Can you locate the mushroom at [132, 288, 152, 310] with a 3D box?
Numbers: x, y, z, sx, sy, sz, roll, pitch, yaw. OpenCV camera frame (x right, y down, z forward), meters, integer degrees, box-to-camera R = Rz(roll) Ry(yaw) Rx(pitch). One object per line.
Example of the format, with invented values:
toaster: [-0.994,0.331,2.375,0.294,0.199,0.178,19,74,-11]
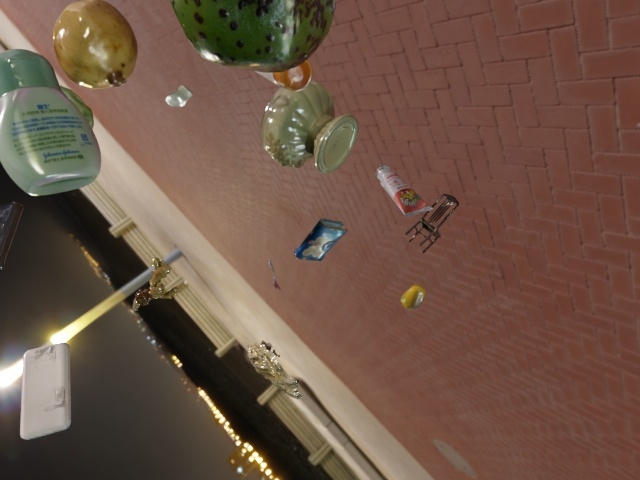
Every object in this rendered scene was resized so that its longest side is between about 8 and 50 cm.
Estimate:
mushroom: [-0.690,0.232,1.762,0.187,0.062,0.060,-33,66,54]

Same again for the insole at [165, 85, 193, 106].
insole: [-0.480,-0.485,1.555,0.063,0.010,0.192,32,162,-30]

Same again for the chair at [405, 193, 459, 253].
chair: [0.413,-0.064,1.658,0.084,0.212,0.101,44,179,26]

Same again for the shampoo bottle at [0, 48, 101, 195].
shampoo bottle: [-0.695,-0.298,1.133,0.151,0.222,0.349,-18,93,52]

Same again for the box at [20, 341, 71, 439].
box: [-0.877,0.473,1.465,0.044,0.142,0.284,95,160,-59]

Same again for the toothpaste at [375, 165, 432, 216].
toothpaste: [0.244,-0.148,1.401,0.057,0.090,0.234,86,161,-44]

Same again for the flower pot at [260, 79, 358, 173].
flower pot: [-0.030,-0.371,1.559,0.244,0.307,0.307,34,153,24]

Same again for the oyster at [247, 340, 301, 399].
oyster: [-0.133,0.362,1.271,0.209,0.072,0.133,54,157,11]

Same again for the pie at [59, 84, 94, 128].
pie: [-0.938,-0.427,1.582,0.302,0.303,0.066,113,145,-65]

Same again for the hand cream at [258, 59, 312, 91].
hand cream: [-0.112,-0.466,1.226,0.314,0.140,0.089,42,139,54]

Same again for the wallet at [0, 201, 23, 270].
wallet: [-0.998,-0.008,1.404,0.149,0.249,0.044,-12,150,20]

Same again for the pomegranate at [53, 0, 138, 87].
pomegranate: [-0.776,-0.677,1.584,0.307,0.307,0.307,40,156,22]

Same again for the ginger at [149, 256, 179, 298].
ginger: [-0.717,0.184,2.052,0.193,0.176,0.052,45,-174,-21]

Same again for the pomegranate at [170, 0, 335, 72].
pomegranate: [-0.096,-0.373,0.643,0.254,0.254,0.270,37,152,27]

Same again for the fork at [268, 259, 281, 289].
fork: [-0.128,0.097,1.264,0.012,0.016,0.115,-50,44,29]

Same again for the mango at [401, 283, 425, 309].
mango: [0.313,0.189,1.539,0.114,0.079,0.057,95,166,-45]

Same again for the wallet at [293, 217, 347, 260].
wallet: [0.000,0.000,1.793,0.202,0.141,0.059,-50,47,33]
